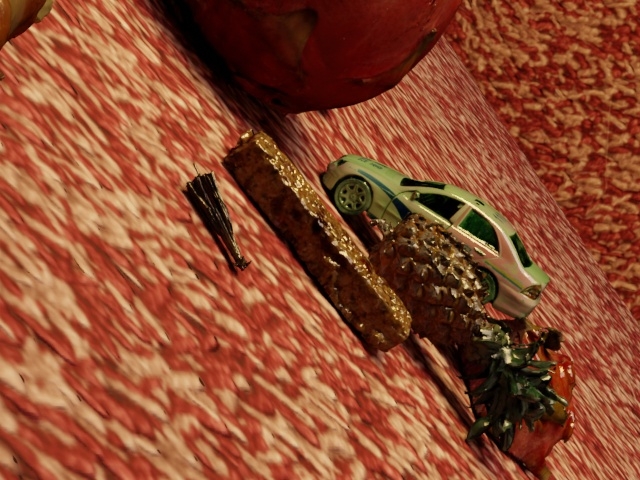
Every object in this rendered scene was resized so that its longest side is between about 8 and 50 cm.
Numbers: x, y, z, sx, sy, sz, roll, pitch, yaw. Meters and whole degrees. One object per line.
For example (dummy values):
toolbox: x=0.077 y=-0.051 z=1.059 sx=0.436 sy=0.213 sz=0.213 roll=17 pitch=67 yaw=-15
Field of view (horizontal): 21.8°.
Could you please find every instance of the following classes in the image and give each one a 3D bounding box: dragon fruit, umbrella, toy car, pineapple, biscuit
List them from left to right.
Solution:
umbrella: x=-0.068 y=-0.016 z=1.103 sx=0.083 sy=0.020 sz=0.031 roll=58 pitch=-26 yaw=16
dragon fruit: x=-0.003 y=-0.266 z=1.422 sx=0.295 sy=0.301 sz=0.295 roll=30 pitch=13 yaw=-8
biscuit: x=0.000 y=0.000 z=1.262 sx=0.199 sy=0.034 sz=0.064 roll=51 pitch=13 yaw=-8
toy car: x=0.106 y=-0.014 z=1.480 sx=0.224 sy=0.076 sz=0.090 roll=37 pitch=14 yaw=7
pineapple: x=0.111 y=0.068 z=1.369 sx=0.221 sy=0.083 sz=0.103 roll=52 pitch=35 yaw=4
dragon fruit: x=0.188 y=0.124 z=1.472 sx=0.102 sy=0.096 sz=0.147 roll=49 pitch=16 yaw=-37

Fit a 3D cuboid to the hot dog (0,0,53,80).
hot dog: x=-0.198 y=-0.131 z=0.781 sx=0.213 sy=0.103 sz=0.146 roll=-60 pitch=135 yaw=-66
